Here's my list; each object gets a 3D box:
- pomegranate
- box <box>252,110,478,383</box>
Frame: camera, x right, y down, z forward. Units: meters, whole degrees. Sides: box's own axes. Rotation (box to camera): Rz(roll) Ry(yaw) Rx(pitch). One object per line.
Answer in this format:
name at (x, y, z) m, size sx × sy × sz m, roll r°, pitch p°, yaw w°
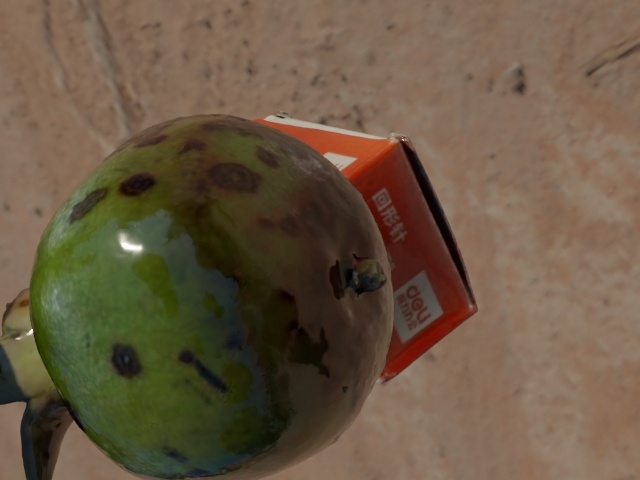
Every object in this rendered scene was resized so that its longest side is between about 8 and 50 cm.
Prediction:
pomegranate at (-0.049, 0.031, 0.606) m, size 0.148 × 0.148 × 0.169 m, roll 56°, pitch 140°, yaw 1°
box at (0.000, 0.000, 1.012) m, size 0.182 × 0.099 × 0.133 m, roll 13°, pitch 134°, yaw 59°
